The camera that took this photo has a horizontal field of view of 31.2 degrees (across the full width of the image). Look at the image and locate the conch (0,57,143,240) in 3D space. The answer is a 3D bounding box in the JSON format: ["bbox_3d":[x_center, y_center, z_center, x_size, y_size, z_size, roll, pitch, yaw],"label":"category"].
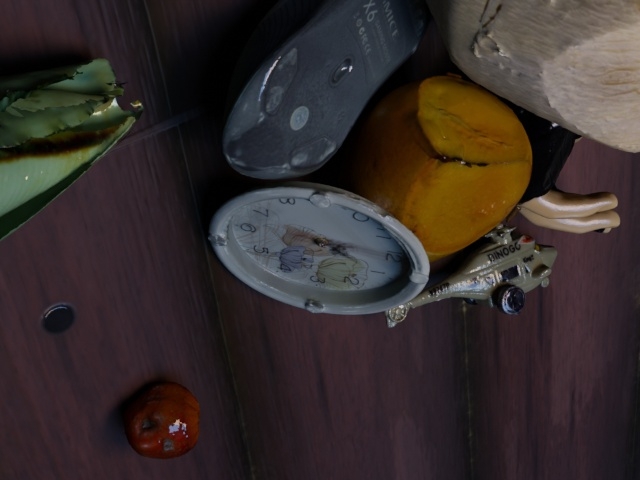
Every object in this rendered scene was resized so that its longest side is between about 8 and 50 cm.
[{"bbox_3d":[-0.261,-0.085,0.974,0.251,0.137,0.143,-31,132,-15],"label":"conch"}]

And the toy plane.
[{"bbox_3d":[0.182,0.049,1.428,0.286,0.092,0.108,-21,108,-24],"label":"toy plane"}]

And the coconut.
[{"bbox_3d":[0.298,-0.259,1.064,0.346,0.360,0.346,-42,150,-32],"label":"coconut"}]

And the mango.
[{"bbox_3d":[0.103,-0.060,1.236,0.187,0.138,0.257,14,146,-22],"label":"mango"}]

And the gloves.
[{"bbox_3d":[0.269,-0.105,1.337,0.301,0.152,0.197,52,46,-40],"label":"gloves"}]

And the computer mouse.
[{"bbox_3d":[0.026,-0.213,1.139,0.379,0.090,0.167,-45,146,-19],"label":"computer mouse"}]

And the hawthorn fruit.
[{"bbox_3d":[-0.178,0.203,1.275,0.093,0.093,0.093,-19,128,-25],"label":"hawthorn fruit"}]

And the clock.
[{"bbox_3d":[0.000,0.000,1.205,0.236,0.236,0.053,51,41,-44],"label":"clock"}]
